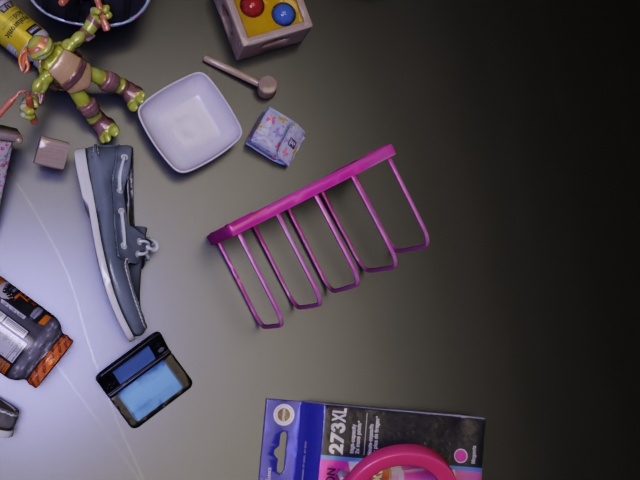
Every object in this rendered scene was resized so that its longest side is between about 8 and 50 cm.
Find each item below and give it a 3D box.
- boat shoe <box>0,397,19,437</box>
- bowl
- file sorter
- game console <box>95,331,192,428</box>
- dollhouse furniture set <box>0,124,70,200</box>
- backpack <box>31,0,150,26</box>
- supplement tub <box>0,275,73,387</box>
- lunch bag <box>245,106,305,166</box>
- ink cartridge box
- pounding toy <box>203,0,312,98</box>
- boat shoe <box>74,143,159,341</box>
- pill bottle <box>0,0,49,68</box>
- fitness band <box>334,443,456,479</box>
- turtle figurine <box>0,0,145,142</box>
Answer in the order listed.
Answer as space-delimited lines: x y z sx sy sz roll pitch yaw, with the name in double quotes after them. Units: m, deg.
-0.577 0.190 1.467 0.305 0.109 0.091 31 81 -4 "boat shoe"
-0.218 -0.190 1.635 0.142 0.053 0.142 -34 91 -16 "bowl"
0.000 0.000 1.589 0.291 0.202 0.182 -27 93 -16 "file sorter"
-0.276 0.220 1.558 0.122 0.107 0.071 -37 64 -16 "game console"
-0.560 -0.024 1.431 0.356 0.174 0.303 11 103 -30 "dollhouse furniture set"
-0.361 -0.470 1.555 0.225 0.191 0.253 2 110 -14 "backpack"
-0.478 0.132 1.495 0.190 0.117 0.117 38 76 -7 "supplement tub"
-0.072 -0.175 1.669 0.083 0.053 0.071 32 78 -17 "lunch bag"
0.088 0.364 1.633 0.371 0.069 0.175 7 82 -10 "ink cartridge box"
-0.110 -0.347 1.661 0.181 0.094 0.206 -20 87 -16 "pounding toy"
-0.308 -0.003 1.556 0.099 0.116 0.319 -14 81 -11 "boat shoe"
-0.478 -0.326 1.583 0.116 0.065 0.065 40 76 -7 "pill bottle"
0.109 0.457 1.575 0.209 0.054 0.290 10 105 -16 "fitness band"
-0.390 -0.246 1.532 0.217 0.087 0.269 43 73 -46 "turtle figurine"
